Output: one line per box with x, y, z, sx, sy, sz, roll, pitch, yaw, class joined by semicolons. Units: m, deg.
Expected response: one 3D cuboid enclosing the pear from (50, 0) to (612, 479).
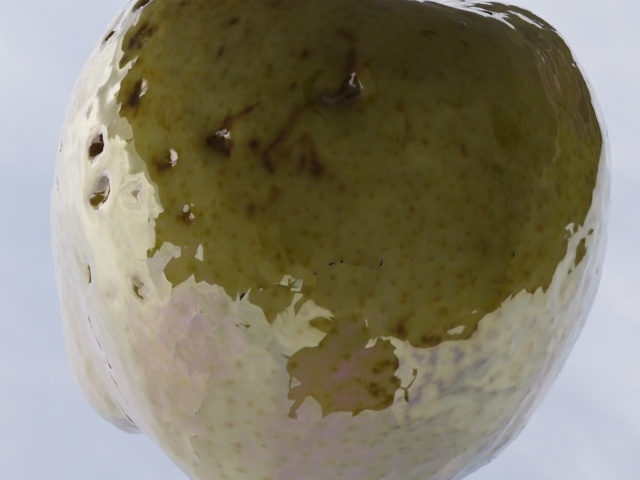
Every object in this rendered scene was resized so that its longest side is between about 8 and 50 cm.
0.000;0.000;0.509;0.178;0.178;0.178;19;-148;-12;pear
